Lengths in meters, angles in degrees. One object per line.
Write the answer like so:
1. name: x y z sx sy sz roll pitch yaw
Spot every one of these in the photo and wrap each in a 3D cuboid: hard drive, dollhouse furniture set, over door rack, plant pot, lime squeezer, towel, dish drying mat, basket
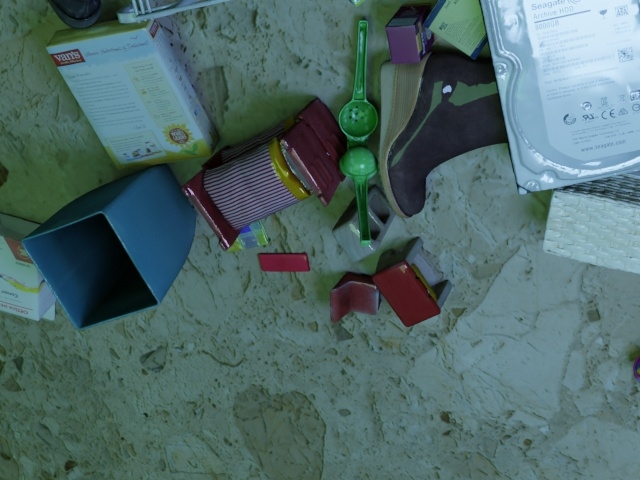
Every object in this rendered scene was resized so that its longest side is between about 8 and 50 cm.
1. hard drive: 0.333 -0.237 1.572 0.236 0.064 0.339 -11 116 8
2. dollhouse furniture set: 0.000 0.000 1.834 0.201 0.152 0.374 -26 108 32
3. over door rack: -0.139 -0.431 1.664 0.324 0.108 0.240 -7 118 9
4. plant pot: -0.296 -0.009 1.896 0.165 0.234 0.166 -17 112 30
5. lime squeezer: 0.062 -0.140 1.735 0.058 0.311 0.110 3 171 -20
6. towel: -0.126 -0.011 1.966 0.083 0.009 0.060 -11 115 27
7. dish drying mat: -0.057 0.035 1.968 0.083 0.008 0.032 0 119 23
8. basket: 0.389 -0.031 1.690 0.167 0.103 0.113 13 123 15

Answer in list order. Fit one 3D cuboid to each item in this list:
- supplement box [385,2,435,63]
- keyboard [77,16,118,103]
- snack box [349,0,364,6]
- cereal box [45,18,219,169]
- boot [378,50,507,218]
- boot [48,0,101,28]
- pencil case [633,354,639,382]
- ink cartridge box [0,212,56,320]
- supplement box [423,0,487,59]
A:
1. supplement box: 0.120 -0.276 1.657 0.043 0.083 0.055 1 121 22
2. keyboard: -0.313 -0.264 1.878 0.108 0.023 0.180 30 126 -6
3. snack box: 0.042 -0.389 1.603 0.100 0.037 0.141 -38 118 4
4. cereal box: -0.275 -0.216 1.841 0.173 0.047 0.240 -5 132 23
5. boot: 0.187 -0.137 1.712 0.206 0.090 0.249 5 118 21
6. boot: -0.364 -0.416 1.675 0.263 0.091 0.229 49 163 -1
7. pencil case: 0.557 0.244 1.798 0.236 0.104 0.104 47 125 -9
8. ink cartridge box: -0.519 0.062 2.132 0.115 0.067 0.198 14 125 12
9. supplement box: 0.195 -0.300 1.629 0.083 0.056 0.083 33 126 -1
